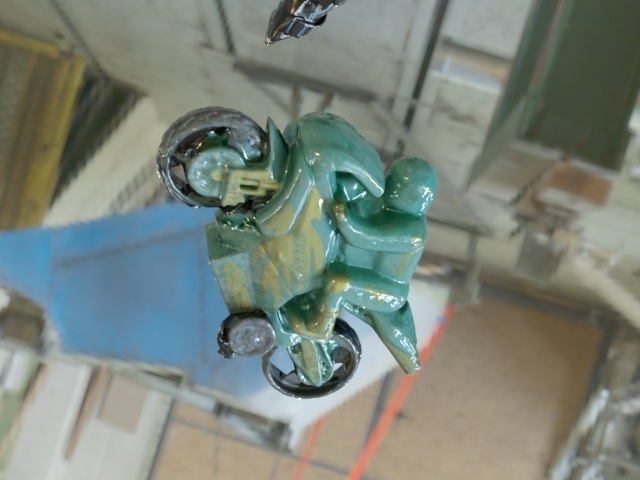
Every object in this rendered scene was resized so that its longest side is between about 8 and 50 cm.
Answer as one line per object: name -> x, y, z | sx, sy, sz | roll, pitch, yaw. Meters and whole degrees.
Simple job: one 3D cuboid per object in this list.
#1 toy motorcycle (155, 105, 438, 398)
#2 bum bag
toy motorcycle -> 0.001, 0.001, 1.177 | 0.198, 0.109, 0.296 | -15, 128, 2
bum bag -> 0.007, -0.168, 0.977 | 0.034, 0.124, 0.058 | 40, -156, -14
